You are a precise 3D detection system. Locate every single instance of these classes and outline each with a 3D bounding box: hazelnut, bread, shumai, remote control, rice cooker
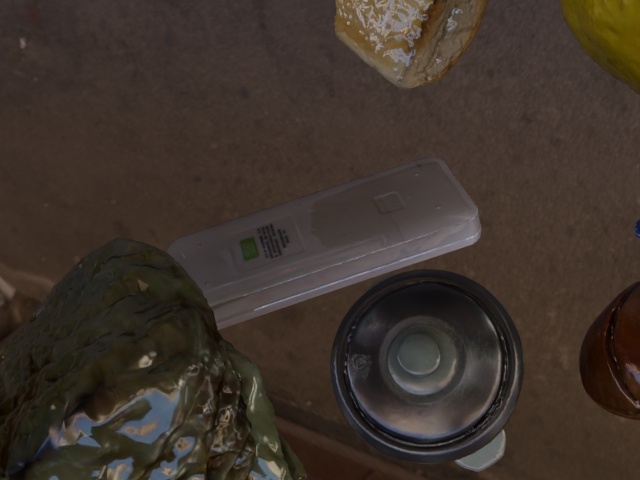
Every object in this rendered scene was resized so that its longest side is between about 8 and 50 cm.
[{"bbox_3d":[0.483,0.161,1.147,0.208,0.208,0.208,17,130,21],"label":"hazelnut"},{"bbox_3d":[0.067,-0.176,0.548,0.106,0.082,0.125,44,134,32],"label":"bread"},{"bbox_3d":[-0.113,0.144,0.512,0.218,0.189,0.256,36,112,-20],"label":"shumai"},{"bbox_3d":[0.000,0.000,0.638,0.250,0.103,0.034,-19,129,-5],"label":"remote control"},{"bbox_3d":[0.160,0.191,1.128,0.264,0.316,0.316,-28,109,4],"label":"rice cooker"}]

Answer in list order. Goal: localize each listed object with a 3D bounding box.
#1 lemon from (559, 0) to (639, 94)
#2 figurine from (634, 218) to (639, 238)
[{"bbox_3d":[0.271,-0.187,0.435,0.253,0.310,0.253,178,90,-66],"label":"lemon"},{"bbox_3d":[0.485,-0.054,0.923,0.262,0.121,0.164,114,146,-62],"label":"figurine"}]
